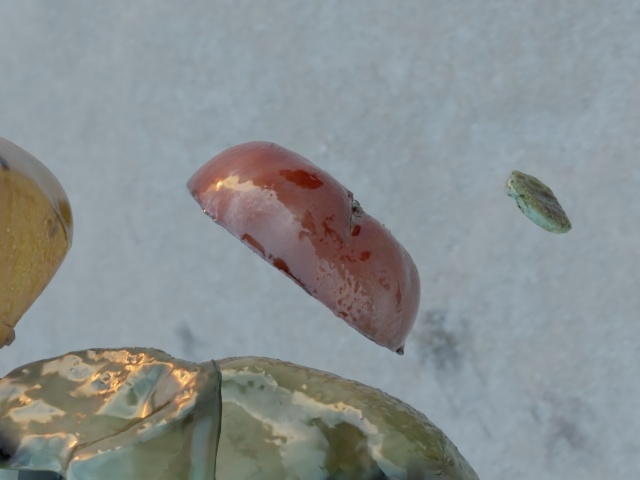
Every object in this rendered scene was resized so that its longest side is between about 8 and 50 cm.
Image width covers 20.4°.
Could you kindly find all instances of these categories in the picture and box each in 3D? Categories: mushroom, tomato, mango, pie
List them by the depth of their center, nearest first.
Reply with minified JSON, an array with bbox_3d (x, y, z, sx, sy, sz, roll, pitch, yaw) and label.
[{"bbox_3d":[-0.050,0.150,0.738,0.217,0.212,0.292,19,135,58],"label":"mushroom"},{"bbox_3d":[-0.255,-0.012,1.035,0.191,0.290,0.159,13,96,21],"label":"mango"},{"bbox_3d":[0.000,-0.003,1.429,0.225,0.085,0.225,38,179,1],"label":"tomato"},{"bbox_3d":[0.220,-0.039,1.789,0.084,0.084,0.020,50,115,20],"label":"pie"}]
